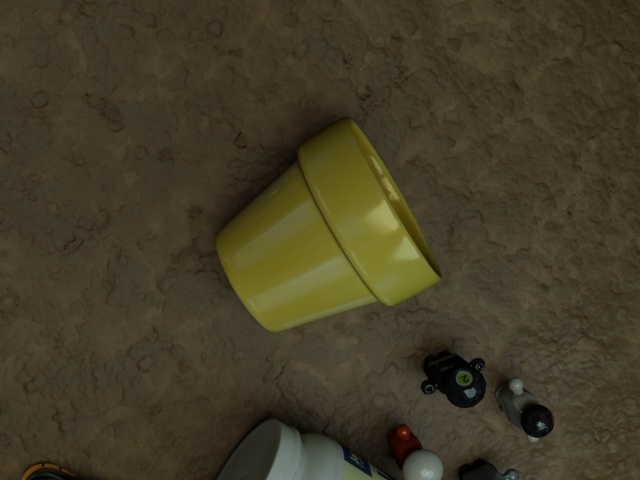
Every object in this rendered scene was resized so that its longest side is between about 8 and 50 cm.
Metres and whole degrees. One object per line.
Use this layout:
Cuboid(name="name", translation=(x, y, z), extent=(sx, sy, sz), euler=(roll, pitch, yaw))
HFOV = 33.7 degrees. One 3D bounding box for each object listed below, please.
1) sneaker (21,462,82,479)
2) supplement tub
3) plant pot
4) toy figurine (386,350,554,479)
Cuboid(name="sneaker", translation=(-0.318, 0.382, 1.484), extent=(0.215, 0.083, 0.084), euler=(19, 93, -15))
Cuboid(name="supplement tub", translation=(0.017, 0.417, 1.482), extent=(0.325, 0.235, 0.235), euler=(35, 90, -15))
Cuboid(name="plant pot", translation=(0.000, 0.000, 1.423), extent=(0.239, 0.254, 0.254), euler=(-30, 104, 8))
Cuboid(name="toy figurine", translation=(0.222, 0.285, 1.550), extent=(0.210, 0.148, 0.213), euler=(27, 92, -14))
